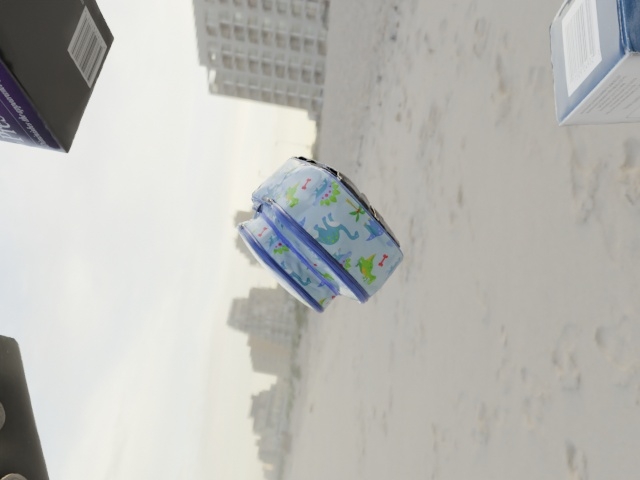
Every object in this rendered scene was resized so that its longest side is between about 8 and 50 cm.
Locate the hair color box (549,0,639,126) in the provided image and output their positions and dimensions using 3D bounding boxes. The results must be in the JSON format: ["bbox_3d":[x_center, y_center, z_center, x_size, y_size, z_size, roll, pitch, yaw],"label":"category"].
[{"bbox_3d":[0.383,-0.172,0.622,0.174,0.347,0.105,84,-176,-82],"label":"hair color box"}]

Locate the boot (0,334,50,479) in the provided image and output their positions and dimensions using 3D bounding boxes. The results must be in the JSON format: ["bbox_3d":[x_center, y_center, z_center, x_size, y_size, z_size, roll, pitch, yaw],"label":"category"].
[{"bbox_3d":[-0.271,0.308,0.756,0.445,0.146,0.367,61,-163,18],"label":"boot"}]

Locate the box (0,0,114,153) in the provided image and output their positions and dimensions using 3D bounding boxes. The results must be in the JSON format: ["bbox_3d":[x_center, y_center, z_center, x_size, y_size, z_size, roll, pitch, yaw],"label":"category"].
[{"bbox_3d":[-0.245,-0.161,0.412,0.261,0.184,0.103,85,-161,-70],"label":"box"}]

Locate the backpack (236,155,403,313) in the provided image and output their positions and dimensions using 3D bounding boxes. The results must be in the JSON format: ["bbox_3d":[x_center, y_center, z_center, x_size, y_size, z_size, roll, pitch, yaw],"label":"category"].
[{"bbox_3d":[0.000,0.000,0.542,0.084,0.105,0.114,-47,17,-6],"label":"backpack"}]
